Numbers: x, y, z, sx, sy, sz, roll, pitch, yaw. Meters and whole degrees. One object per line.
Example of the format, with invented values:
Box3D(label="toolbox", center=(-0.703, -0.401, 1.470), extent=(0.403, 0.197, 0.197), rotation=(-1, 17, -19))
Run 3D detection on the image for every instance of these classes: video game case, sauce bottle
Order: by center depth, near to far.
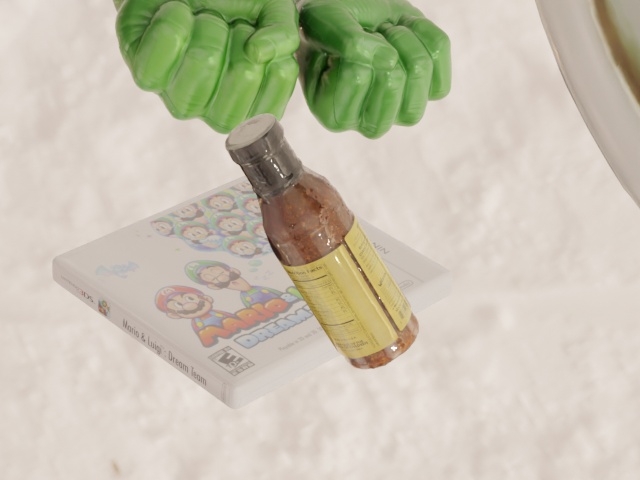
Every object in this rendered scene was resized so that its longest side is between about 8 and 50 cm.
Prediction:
Box3D(label="sauce bottle", center=(0.000, 0.000, 0.796), extent=(0.042, 0.042, 0.128), rotation=(-2, 127, 44))
Box3D(label="video game case", center=(-0.035, 0.019, 0.926), extent=(0.143, 0.157, 0.019), rotation=(32, 132, 35))

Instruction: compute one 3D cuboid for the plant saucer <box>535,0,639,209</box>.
Box3D(label="plant saucer", center=(0.260, -0.132, 0.533), extent=(0.400, 0.100, 0.400), rotation=(3, 97, 23))

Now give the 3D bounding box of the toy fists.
Box3D(label="toy fists", center=(-0.023, -0.151, 1.372), extent=(0.096, 0.279, 0.142), rotation=(-56, 44, 42))
